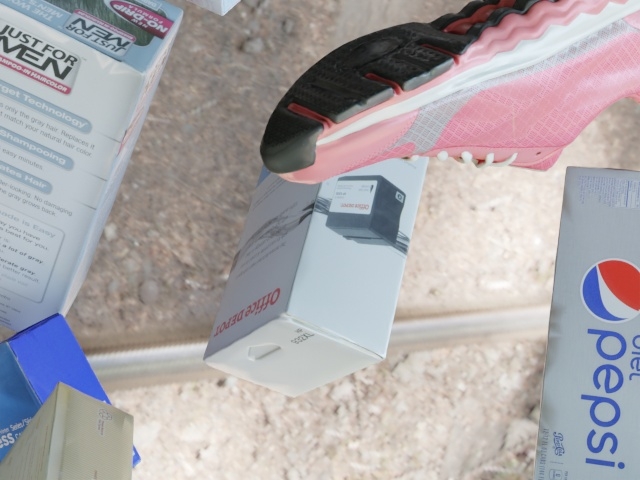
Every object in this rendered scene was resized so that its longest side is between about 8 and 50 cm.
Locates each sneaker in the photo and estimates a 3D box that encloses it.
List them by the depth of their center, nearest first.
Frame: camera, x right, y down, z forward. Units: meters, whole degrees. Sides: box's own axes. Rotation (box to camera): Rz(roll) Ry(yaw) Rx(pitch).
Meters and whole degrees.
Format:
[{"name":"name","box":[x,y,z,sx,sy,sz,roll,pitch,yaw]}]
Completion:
[{"name":"sneaker","box":[0.114,-0.092,0.744,0.313,0.116,0.136,-26,117,-9]}]

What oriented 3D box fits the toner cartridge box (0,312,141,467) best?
[{"name":"toner cartridge box","box":[-0.349,0.206,1.079,0.075,0.347,0.165,-32,95,-54]}]

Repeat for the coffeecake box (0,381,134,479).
[{"name":"coffeecake box","box":[-0.210,0.218,0.764,0.068,0.142,0.185,31,110,-22]}]

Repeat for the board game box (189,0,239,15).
[{"name":"board game box","box":[-0.057,-0.487,1.293,0.319,0.065,0.318,-48,155,-34]}]

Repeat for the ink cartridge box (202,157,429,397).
[{"name":"ink cartridge box","box":[0.000,0.000,1.218,0.129,0.223,0.308,25,61,-19]}]

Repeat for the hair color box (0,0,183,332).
[{"name":"hair color box","box":[-0.279,-0.084,1.006,0.185,0.114,0.374,25,132,-6]}]

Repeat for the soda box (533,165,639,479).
[{"name":"soda box","box":[0.216,0.095,0.805,0.098,0.091,0.286,46,51,-70]}]
